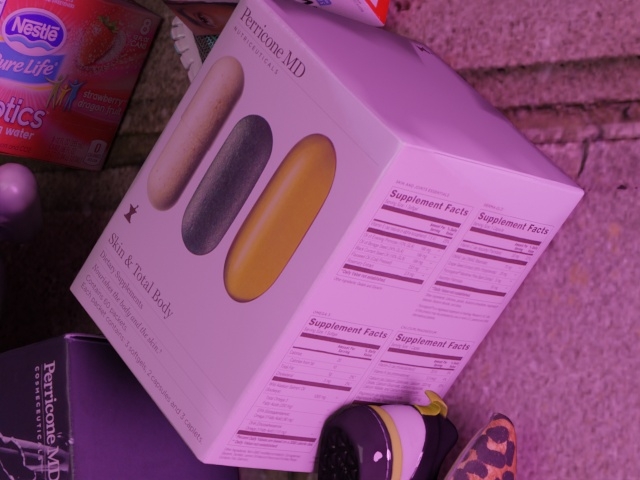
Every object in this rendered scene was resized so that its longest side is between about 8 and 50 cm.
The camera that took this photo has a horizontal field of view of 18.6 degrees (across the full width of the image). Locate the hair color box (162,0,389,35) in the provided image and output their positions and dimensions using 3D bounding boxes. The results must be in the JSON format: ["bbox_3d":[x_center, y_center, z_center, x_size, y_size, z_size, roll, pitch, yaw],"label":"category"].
[{"bbox_3d":[-0.039,-0.201,1.485,0.167,0.093,0.053,1,67,28],"label":"hair color box"}]

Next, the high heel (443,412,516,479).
[{"bbox_3d":[0.148,0.256,1.288,0.186,0.093,0.261,13,83,26],"label":"high heel"}]

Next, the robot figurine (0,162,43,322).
[{"bbox_3d":[-0.368,0.025,1.616,0.300,0.353,0.200,-29,83,-10],"label":"robot figurine"}]

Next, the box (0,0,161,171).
[{"bbox_3d":[-0.302,-0.172,1.610,0.142,0.300,0.154,34,106,40],"label":"box"}]

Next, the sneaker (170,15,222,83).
[{"bbox_3d":[-0.063,-0.133,1.550,0.076,0.065,0.166,-38,61,27],"label":"sneaker"}]

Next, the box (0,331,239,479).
[{"bbox_3d":[-0.228,0.273,1.546,0.312,0.179,0.343,-18,71,38],"label":"box"}]

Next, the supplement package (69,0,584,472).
[{"bbox_3d":[0.000,0.000,1.372,0.199,0.198,0.262,48,114,37],"label":"supplement package"}]

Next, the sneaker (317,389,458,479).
[{"bbox_3d":[0.049,0.206,1.371,0.084,0.097,0.234,53,143,42],"label":"sneaker"}]
